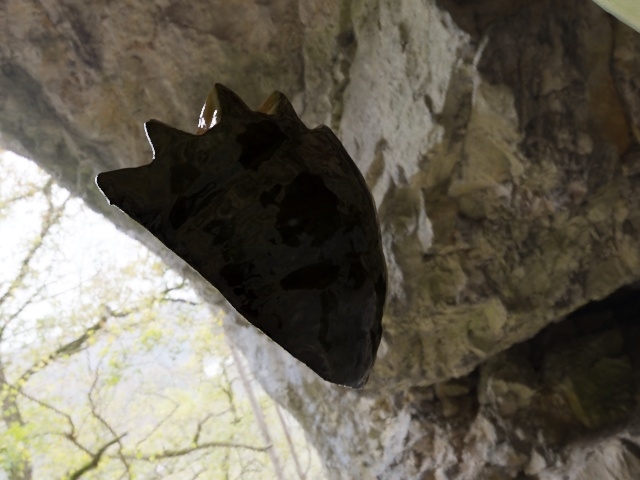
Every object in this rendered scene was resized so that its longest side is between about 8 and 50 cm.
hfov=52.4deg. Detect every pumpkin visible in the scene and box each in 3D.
[{"bbox_3d":[0.000,0.000,0.444,0.130,0.149,0.254,-50,-46,4],"label":"pumpkin"}]

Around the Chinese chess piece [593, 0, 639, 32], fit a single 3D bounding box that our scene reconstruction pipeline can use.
[{"bbox_3d":[0.231,-0.182,0.246,0.147,0.349,0.349,-59,-8,3],"label":"Chinese chess piece"}]
